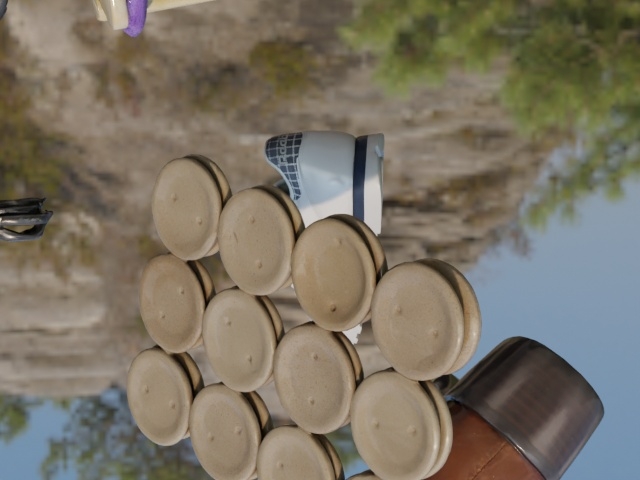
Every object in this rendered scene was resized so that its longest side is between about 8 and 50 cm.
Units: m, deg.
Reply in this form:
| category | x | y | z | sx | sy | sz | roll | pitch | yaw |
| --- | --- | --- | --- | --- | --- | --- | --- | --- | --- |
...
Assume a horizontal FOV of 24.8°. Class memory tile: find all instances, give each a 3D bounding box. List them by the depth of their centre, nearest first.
| category | x | y | z | sx | sy | sz | roll | pitch | yaw |
| --- | --- | --- | --- | --- | --- | --- | --- | --- | --- |
| memory tile | -0.012 | 0.039 | 0.492 | 0.012 | 0.113 | 0.148 | -10 | -154 | -44 |

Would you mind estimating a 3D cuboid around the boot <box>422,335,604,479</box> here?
| category | x | y | z | sx | sy | sz | roll | pitch | yaw |
| --- | --- | --- | --- | --- | --- | --- | --- | --- | --- |
| boot | 0.015 | 0.194 | 0.746 | 0.280 | 0.096 | 0.264 | -45 | 177 | -16 |

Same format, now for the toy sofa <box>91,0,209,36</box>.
| category | x | y | z | sx | sy | sz | roll | pitch | yaw |
| --- | --- | --- | --- | --- | --- | --- | --- | --- | --- |
| toy sofa | -0.131 | -0.356 | 1.171 | 0.150 | 0.362 | 0.177 | -14 | -140 | -17 |

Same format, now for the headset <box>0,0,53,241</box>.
| category | x | y | z | sx | sy | sz | roll | pitch | yaw |
| --- | --- | --- | --- | --- | --- | --- | --- | --- | --- |
| headset | -0.277 | -0.199 | 1.114 | 0.185 | 0.394 | 0.243 | 6 | -175 | -14 |

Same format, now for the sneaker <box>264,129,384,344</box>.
| category | x | y | z | sx | sy | sz | roll | pitch | yaw |
| --- | --- | --- | --- | --- | --- | --- | --- | --- | --- |
| sneaker | 0.000 | 0.000 | 1.187 | 0.094 | 0.235 | 0.090 | 2 | -136 | -1 |
